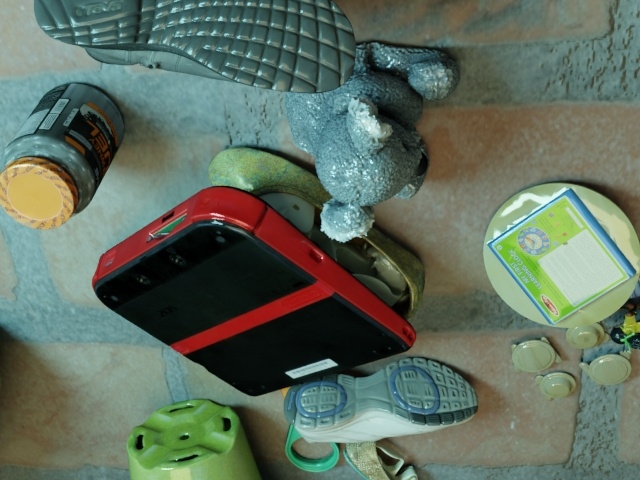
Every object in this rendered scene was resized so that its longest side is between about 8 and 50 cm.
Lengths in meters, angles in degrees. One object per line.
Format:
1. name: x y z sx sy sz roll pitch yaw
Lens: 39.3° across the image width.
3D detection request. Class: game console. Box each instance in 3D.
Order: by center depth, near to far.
1. game console: -0.108 0.087 1.237 0.342 0.060 0.386 36 143 -24

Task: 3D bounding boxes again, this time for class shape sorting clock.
1. shape sorting clock: 0.322 0.021 1.202 0.206 0.040 0.206 6 110 17

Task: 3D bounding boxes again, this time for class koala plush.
1. koala plush: 0.048 -0.113 1.044 0.203 0.221 0.196 13 126 -3

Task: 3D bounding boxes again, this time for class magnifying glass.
1. magnifying glass: -0.029 0.299 1.471 0.092 0.026 0.231 -9 124 12

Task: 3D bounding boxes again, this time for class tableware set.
1. tableware set: 0.377 0.182 1.350 0.168 0.020 0.141 -24 119 21

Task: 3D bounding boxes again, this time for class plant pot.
1. plant pot: -0.197 0.408 1.444 0.275 0.276 0.254 -5 113 9

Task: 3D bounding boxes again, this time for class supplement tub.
1. supplement tub: -0.320 -0.104 1.106 0.116 0.190 0.117 3 127 4

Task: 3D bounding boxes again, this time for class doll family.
1. doll family: 0.445 0.098 1.254 0.111 0.076 0.193 -16 118 21

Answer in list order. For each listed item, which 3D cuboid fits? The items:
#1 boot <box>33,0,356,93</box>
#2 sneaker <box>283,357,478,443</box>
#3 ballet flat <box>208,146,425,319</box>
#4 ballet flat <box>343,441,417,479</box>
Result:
1. boot: -0.121 -0.229 0.989 0.338 0.223 0.118 15 93 3
2. sneaker: 0.095 0.259 1.396 0.297 0.111 0.129 -2 146 5
3. ballet flat: 0.000 0.000 1.197 0.348 0.123 0.123 34 122 -17
4. ballet flat: 0.122 0.395 1.501 0.067 0.073 0.206 -36 120 11
